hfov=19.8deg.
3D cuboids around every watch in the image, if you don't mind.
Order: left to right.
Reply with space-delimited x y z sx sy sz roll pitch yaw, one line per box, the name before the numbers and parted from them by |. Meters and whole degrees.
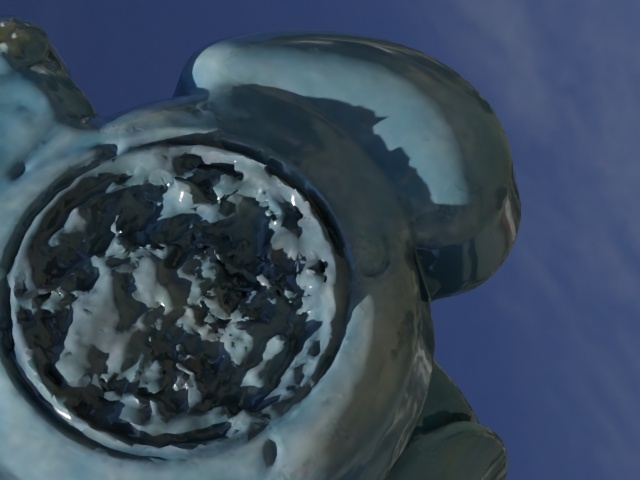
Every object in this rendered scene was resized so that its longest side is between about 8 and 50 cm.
watch | -0.044 0.050 0.554 0.193 0.211 0.211 90 -172 -63
